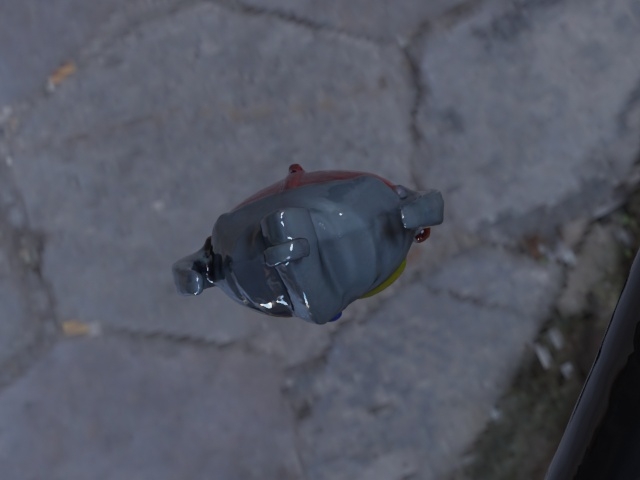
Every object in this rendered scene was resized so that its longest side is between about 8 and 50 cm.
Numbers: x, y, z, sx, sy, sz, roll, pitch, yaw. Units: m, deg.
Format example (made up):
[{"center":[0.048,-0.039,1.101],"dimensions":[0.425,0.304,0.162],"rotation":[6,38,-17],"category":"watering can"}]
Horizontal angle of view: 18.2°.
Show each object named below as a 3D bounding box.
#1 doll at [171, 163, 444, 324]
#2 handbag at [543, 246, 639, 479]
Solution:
[{"center":[-0.001,0.001,0.813],"dimensions":[0.104,0.194,0.062],"rotation":[7,93,8],"category":"doll"},{"center":[0.154,0.067,0.428],"dimensions":[0.275,0.088,0.244],"rotation":[6,115,-42],"category":"handbag"}]
